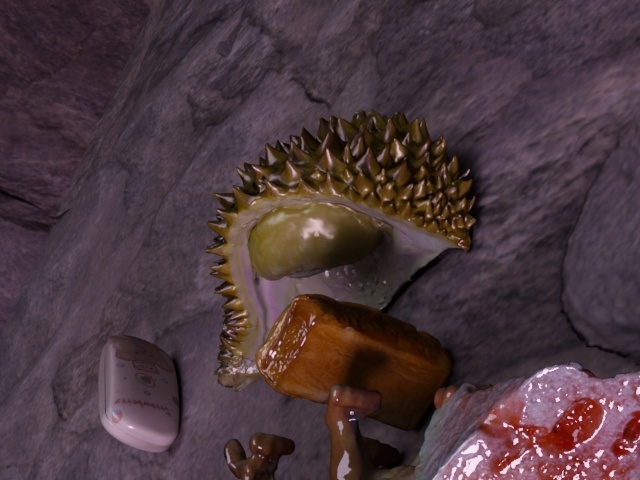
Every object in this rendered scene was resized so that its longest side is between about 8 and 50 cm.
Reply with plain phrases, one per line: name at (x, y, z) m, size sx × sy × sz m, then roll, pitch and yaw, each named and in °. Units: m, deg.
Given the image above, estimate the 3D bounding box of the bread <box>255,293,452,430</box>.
bread at (0.024, 0.081, 1.059) m, size 0.074 × 0.132 × 0.053 m, roll -63°, pitch 33°, yaw 13°

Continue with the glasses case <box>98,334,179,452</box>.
glasses case at (-0.189, 0.156, 1.637) m, size 0.051 × 0.081 × 0.204 m, roll -60°, pitch 19°, yaw 16°

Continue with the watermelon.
watermelon at (0.112, 0.117, 0.813) m, size 0.158 × 0.098 × 0.121 m, roll -26°, pitch 41°, yaw 57°

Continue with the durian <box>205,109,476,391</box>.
durian at (0.000, 0.000, 1.262) m, size 0.306 × 0.166 × 0.172 m, roll -43°, pitch -4°, yaw 35°

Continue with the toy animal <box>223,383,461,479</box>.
toy animal at (0.020, 0.178, 0.992) m, size 0.312 × 0.097 × 0.158 m, roll -37°, pitch 37°, yaw 58°
